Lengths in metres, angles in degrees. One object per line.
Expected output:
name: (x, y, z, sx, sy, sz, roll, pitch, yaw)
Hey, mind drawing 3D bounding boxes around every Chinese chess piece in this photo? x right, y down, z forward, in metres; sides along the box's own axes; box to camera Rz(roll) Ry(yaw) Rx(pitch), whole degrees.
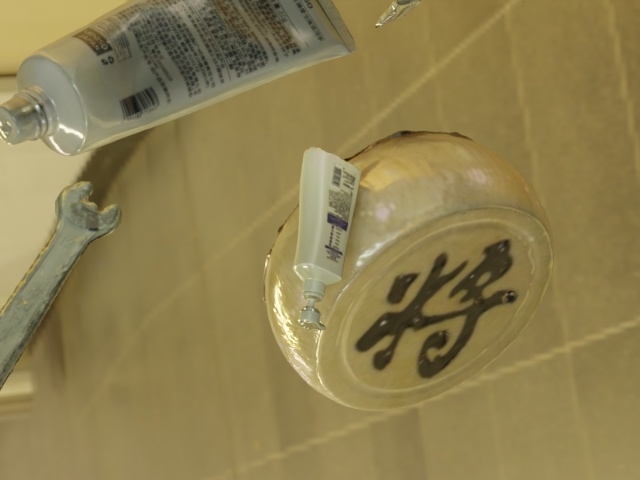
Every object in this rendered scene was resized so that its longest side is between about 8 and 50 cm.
Chinese chess piece: (0.076, 0.029, 1.407, 0.104, 0.257, 0.257, 55, 146, 39)

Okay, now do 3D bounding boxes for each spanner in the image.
spanner: (-0.249, 0.067, 1.357, 0.017, 0.071, 0.302, 97, -162, -54)

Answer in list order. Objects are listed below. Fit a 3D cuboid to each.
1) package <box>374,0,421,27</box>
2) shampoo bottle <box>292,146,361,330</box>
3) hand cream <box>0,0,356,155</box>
package: (0.077, -0.222, 1.560, 0.015, 0.037, 0.110, 59, 170, -1)
shampoo bottle: (0.000, 0.000, 1.272, 0.034, 0.049, 0.141, -10, 63, 42)
hand cream: (-0.113, -0.146, 1.272, 0.078, 0.340, 0.124, -35, 86, 49)
